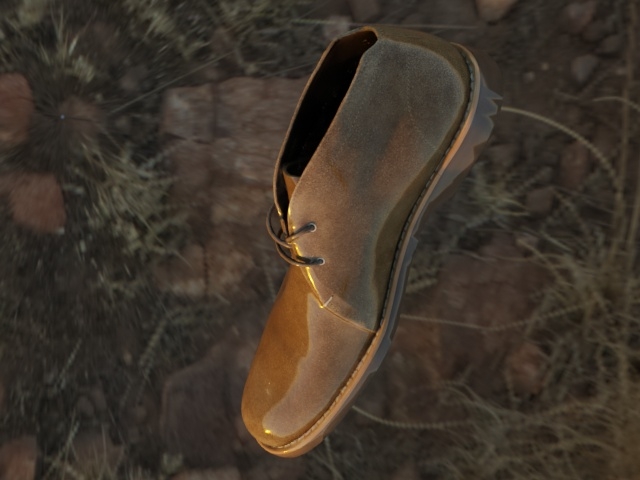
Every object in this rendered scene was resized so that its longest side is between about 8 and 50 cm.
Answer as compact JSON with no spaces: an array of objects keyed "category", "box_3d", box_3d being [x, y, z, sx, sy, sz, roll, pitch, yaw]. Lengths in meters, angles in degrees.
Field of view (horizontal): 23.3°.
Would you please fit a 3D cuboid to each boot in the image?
[{"category":"boot","box_3d":[0.000,0.000,1.017,0.115,0.112,0.305,13,107,-38]}]
